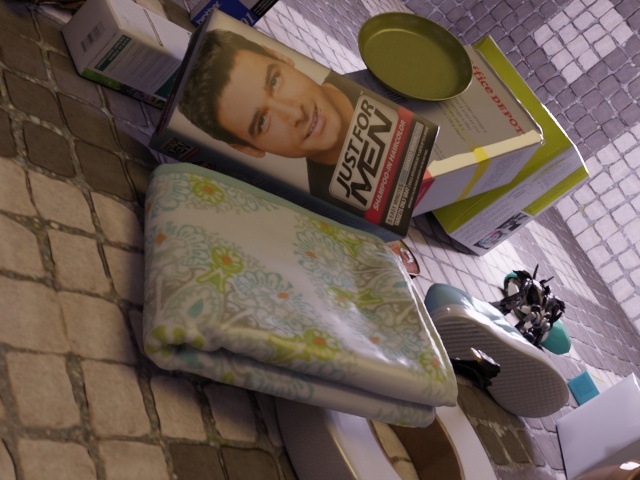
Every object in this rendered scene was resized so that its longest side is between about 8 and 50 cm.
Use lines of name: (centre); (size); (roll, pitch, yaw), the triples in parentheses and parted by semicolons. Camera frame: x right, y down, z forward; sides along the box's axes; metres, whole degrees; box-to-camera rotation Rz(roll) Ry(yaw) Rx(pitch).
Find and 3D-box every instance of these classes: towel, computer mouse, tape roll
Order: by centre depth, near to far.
towel: (-0.032, 0.060, 1.027); (0.374, 0.090, 0.320); (18, 28, -23)
tape roll: (0.099, 0.271, 1.106); (0.392, 0.072, 0.392); (42, 24, -23)
computer mouse: (0.156, 0.165, 1.301); (0.262, 0.184, 0.060); (40, 69, -37)

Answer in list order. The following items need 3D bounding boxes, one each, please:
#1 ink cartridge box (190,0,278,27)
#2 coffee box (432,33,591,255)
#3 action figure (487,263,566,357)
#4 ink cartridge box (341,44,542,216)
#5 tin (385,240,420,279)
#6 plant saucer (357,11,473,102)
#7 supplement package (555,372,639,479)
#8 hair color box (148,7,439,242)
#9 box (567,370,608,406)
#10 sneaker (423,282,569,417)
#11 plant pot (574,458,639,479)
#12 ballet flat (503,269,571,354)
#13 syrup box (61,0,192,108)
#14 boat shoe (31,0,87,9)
ink cartridge box: (-0.142, -0.464, 1.607); (0.097, 0.207, 0.046); (36, 26, -33)
coffee box: (0.392, -0.213, 2.024); (0.337, 0.338, 0.334); (59, 15, 21)
action figure: (0.441, 0.172, 1.839); (0.164, 0.141, 0.275); (43, 39, -15)
ink cartridge box: (0.209, -0.214, 1.712); (0.385, 0.160, 0.279); (-19, 66, -29)
tin: (0.121, 0.026, 1.579); (0.190, 0.040, 0.106); (13, 47, -57)
plant saucer: (0.183, -0.354, 1.673); (0.241, 0.037, 0.241); (9, 54, -13)
supplement package: (0.639, 0.452, 1.692); (0.262, 0.199, 0.198); (46, 22, -13)
hair color box: (-0.032, -0.149, 1.214); (0.374, 0.113, 0.185); (23, 75, -20)
box: (0.674, 0.429, 1.982); (0.100, 0.060, 0.244); (29, 31, -42)
sneaker: (0.334, 0.194, 1.597); (0.366, 0.135, 0.150); (40, 27, -27)
plant pot: (0.463, 0.463, 1.394); (0.110, 0.237, 0.237); (14, -10, 45)
ballet flat: (0.512, 0.178, 2.064); (0.087, 0.083, 0.247); (0, 50, -32)
syrup box: (-0.248, -0.267, 1.246); (0.237, 0.093, 0.096); (18, 38, -54)
boat shoe: (-0.336, -0.395, 1.247); (0.120, 0.122, 0.324); (47, 23, -17)
